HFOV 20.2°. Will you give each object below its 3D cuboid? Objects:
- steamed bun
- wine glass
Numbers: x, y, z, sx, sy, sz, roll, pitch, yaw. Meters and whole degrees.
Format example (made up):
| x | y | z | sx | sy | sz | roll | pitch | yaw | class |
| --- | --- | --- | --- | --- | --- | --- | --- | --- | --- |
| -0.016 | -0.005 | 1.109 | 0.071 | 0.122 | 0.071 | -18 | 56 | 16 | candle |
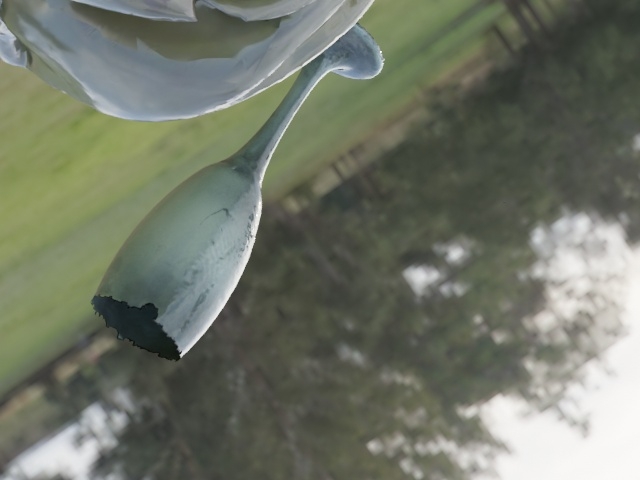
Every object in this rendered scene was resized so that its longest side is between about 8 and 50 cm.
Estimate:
| x | y | z | sx | sy | sz | roll | pitch | yaw | class |
| --- | --- | --- | --- | --- | --- | --- | --- | --- | --- |
| -0.087 | -0.237 | 1.002 | 0.342 | 0.367 | 0.255 | -45 | -141 | -7 | steamed bun |
| 0.000 | 0.000 | 1.460 | 0.309 | 0.264 | 0.096 | -58 | -167 | -22 | wine glass |
